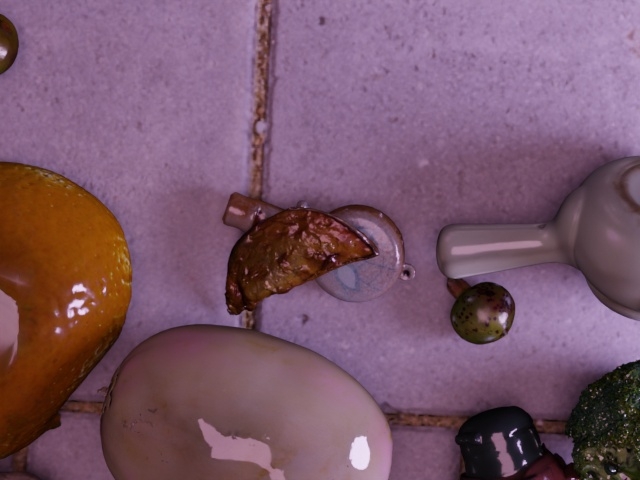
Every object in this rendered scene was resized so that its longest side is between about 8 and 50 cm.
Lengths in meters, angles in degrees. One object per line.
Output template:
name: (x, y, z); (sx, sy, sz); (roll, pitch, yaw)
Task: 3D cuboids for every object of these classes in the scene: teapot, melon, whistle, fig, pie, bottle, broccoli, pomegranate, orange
teapot: (0.307, -0.007, 1.673); (0.318, 0.220, 0.149); (23, 128, 22)
melon: (-0.081, 0.206, 1.636); (0.317, 0.223, 0.223); (16, 93, -2)
whistle: (0.000, 0.000, 1.708); (0.220, 0.057, 0.107); (19, 106, 2)
fig: (-0.367, -0.205, 1.676); (0.088, 0.074, 0.074); (-36, 94, 19)
pie: (-0.039, 0.016, 1.676); (0.191, 0.033, 0.088); (-24, 100, 22)
bottle: (0.230, 0.312, 1.690); (0.156, 0.143, 0.271); (-19, 93, -31)
broccoli: (0.354, 0.203, 1.660); (0.195, 0.195, 0.156); (-24, 85, 0)
pomegranate: (0.176, 0.071, 1.712); (0.073, 0.073, 0.084); (-13, 74, -1)
orange: (-0.364, 0.077, 1.654); (0.262, 0.196, 0.334); (46, 99, 9)

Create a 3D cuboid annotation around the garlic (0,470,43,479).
garlic: (-0.363, 0.356, 1.671); (0.228, 0.152, 0.228); (0, 88, 1)
